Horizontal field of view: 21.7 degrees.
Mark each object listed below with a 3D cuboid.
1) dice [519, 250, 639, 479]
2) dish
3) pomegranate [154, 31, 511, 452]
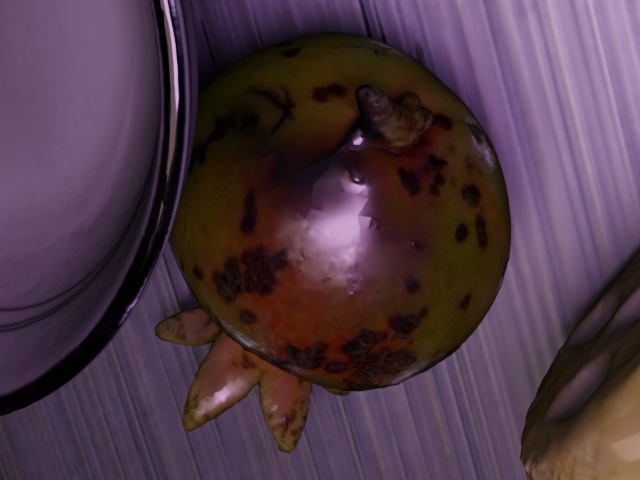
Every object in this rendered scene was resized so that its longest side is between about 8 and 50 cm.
[{"bbox_3d":[0.196,0.074,0.683,0.166,0.169,0.169,41,113,-3],"label":"dice"},{"bbox_3d":[-0.153,-0.084,0.707,0.316,0.106,0.316,8,103,34],"label":"dish"},{"bbox_3d":[-0.009,0.010,0.728,0.156,0.156,0.220,35,118,0],"label":"pomegranate"}]
